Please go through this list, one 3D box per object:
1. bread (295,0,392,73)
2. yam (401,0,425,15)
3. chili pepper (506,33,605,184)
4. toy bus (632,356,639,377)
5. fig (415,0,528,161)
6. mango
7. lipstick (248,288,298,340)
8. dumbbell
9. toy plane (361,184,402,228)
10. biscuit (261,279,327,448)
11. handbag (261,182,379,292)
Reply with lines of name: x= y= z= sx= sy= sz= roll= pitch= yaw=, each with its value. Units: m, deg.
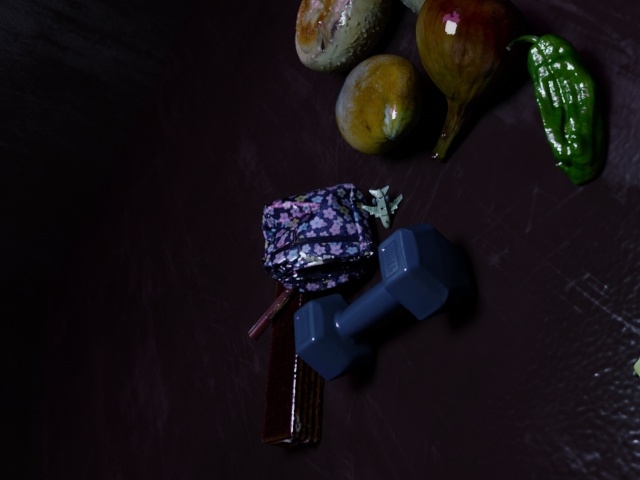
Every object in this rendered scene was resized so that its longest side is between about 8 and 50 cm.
bread: x=0.056 y=-0.512 z=1.600 sx=0.305 sy=0.158 sz=0.306 roll=-44 pitch=36 yaw=45
yam: x=0.218 y=-0.505 z=1.342 sx=0.168 sy=0.168 sz=0.304 roll=-55 pitch=33 yaw=22
chili pepper: x=0.352 y=-0.204 z=1.024 sx=0.100 sy=0.074 sz=0.257 roll=-23 pitch=57 yaw=29
toy bus: x=0.398 y=0.167 z=0.697 sx=0.088 sy=0.101 sz=0.175 roll=-52 pitch=32 yaw=26
fig: x=0.249 y=-0.294 z=1.207 sx=0.290 sy=0.190 sz=0.191 roll=88 pitch=173 yaw=-47
mango: x=0.113 y=-0.253 z=1.325 sx=0.316 sy=0.146 sz=0.193 roll=-120 pitch=43 yaw=-75
lipstick: x=-0.090 y=0.136 z=1.428 sx=0.176 sy=0.027 sz=0.027 roll=-51 pitch=35 yaw=25
dumbbell: x=0.094 y=0.108 z=1.178 sx=0.325 sy=0.160 sz=0.144 roll=-42 pitch=8 yaw=38
toy plane: x=0.119 y=-0.063 z=1.337 sx=0.080 sy=0.033 sz=0.083 roll=-13 pitch=81 yaw=8
biscuit: x=-0.048 y=0.213 z=1.408 sx=0.107 sy=0.073 sz=0.388 roll=-29 pitch=48 yaw=46
handbag: x=0.000 y=0.000 z=1.371 sx=0.228 sy=0.127 sz=0.208 roll=-11 pitch=51 yaw=5
